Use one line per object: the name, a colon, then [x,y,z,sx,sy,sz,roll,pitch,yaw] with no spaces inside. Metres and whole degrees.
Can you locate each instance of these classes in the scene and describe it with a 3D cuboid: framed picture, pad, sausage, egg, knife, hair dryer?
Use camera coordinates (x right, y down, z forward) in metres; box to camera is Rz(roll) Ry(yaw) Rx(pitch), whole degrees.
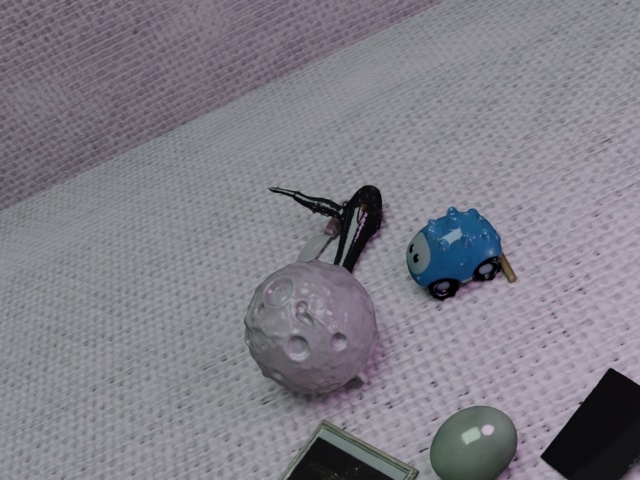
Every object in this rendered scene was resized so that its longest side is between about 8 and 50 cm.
framed picture: [0.044,0.547,1.683,0.293,0.018,0.231,18,58,40]
pad: [0.574,0.389,1.505,0.243,0.004,0.164,-51,38,-1]
sausage: [0.480,0.058,1.952,0.024,0.024,0.132,-23,41,6]
egg: [0.318,0.428,1.554,0.192,0.149,0.149,-37,40,1]
knife: [-0.002,-0.001,2.272,0.081,0.043,0.336,19,60,41]
hair dryer: [-0.005,-0.067,2.218,0.360,0.120,0.303,20,67,10]

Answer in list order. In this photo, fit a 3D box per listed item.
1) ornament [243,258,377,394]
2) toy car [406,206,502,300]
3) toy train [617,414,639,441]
ornament: [-0.027,0.207,1.858,0.337,0.337,0.337,-16,42,14]
toy car: [0.341,0.016,1.949,0.255,0.190,0.188,-23,41,8]
toy train: [0.657,0.385,1.491,0.087,0.050,0.138,-29,39,-8]
